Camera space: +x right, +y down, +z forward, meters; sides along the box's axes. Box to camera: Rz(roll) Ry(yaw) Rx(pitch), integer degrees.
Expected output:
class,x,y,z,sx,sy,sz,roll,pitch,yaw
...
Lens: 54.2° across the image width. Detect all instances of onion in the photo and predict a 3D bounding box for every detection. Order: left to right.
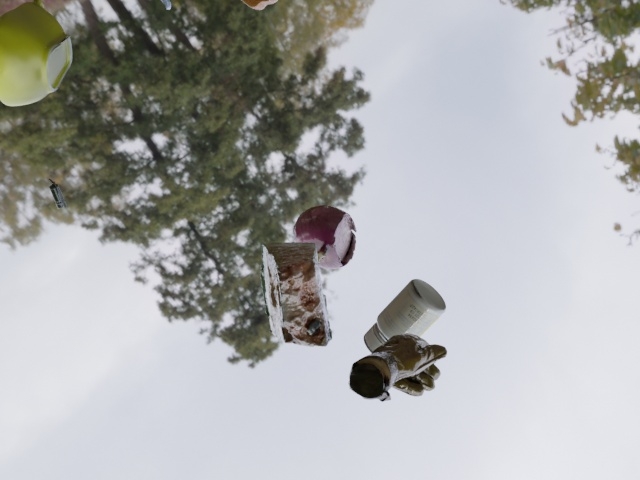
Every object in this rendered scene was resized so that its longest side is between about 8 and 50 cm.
class,x,y,z,sx,sy,sz,roll,pitch,yaw
onion,0.005,-0.012,1.911,0.201,0.207,0.200,-8,-108,27

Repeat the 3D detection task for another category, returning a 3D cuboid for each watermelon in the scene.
class,x,y,z,sx,sy,sz,roll,pitch,yaw
watermelon,-0.048,0.145,1.553,0.151,0.263,0.302,-9,-169,-13

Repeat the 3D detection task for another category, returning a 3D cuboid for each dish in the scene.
class,x,y,z,sx,sy,sz,roll,pitch,yaw
dish,-0.656,-0.430,1.463,0.109,0.221,0.262,13,-137,-4

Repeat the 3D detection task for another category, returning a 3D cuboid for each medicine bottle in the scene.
class,x,y,z,sx,sy,sz,roll,pitch,yaw
medicine bottle,0.257,0.251,1.938,0.258,0.144,0.143,-49,-154,24

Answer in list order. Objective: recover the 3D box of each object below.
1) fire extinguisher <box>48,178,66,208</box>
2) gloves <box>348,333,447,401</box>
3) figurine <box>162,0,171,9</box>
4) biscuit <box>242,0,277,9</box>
class,x,y,z,sx,sy,sz,roll,pitch,yaw
fire extinguisher,-0.716,-0.127,1.700,0.025,0.083,0.038,-32,-145,-34
gloves,0.195,0.308,1.545,0.141,0.331,0.154,31,-72,32
figurine,-0.275,-0.510,1.114,0.209,0.184,0.128,11,-111,55
biscuit,-0.101,-0.758,1.627,0.333,0.202,0.047,-49,169,17
